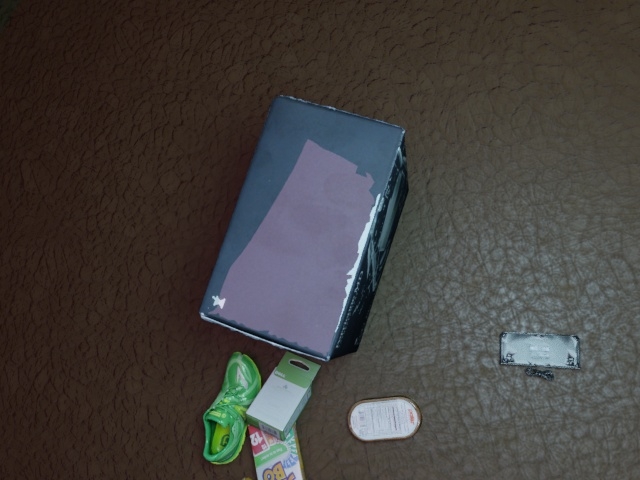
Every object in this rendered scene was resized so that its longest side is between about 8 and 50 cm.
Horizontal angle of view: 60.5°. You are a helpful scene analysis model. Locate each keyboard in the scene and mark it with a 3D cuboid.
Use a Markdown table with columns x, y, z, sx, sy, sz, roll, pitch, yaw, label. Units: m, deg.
| x | y | z | sx | sy | sz | roll | pitch | yaw | label |
| --- | --- | --- | --- | --- | --- | --- | --- | --- | --- |
| 0.524 | 0.278 | 1.314 | 0.180 | 0.023 | 0.108 | 0 | 72 | 18 | keyboard |

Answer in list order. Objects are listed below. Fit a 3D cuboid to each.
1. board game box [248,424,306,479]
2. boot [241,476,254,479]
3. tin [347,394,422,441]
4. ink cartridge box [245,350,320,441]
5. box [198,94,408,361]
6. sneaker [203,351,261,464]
| x | y | z | sx | sy | sz | roll | pitch | yaw | label |
| --- | --- | --- | --- | --- | --- | --- | --- | --- | --- |
| -0.107 | 0.593 | 1.433 | 0.124 | 0.039 | 0.260 | -15 | 81 | 13 | board game box |
| -0.036 | 0.649 | 1.341 | 0.211 | 0.104 | 0.295 | -33 | 98 | 1 | boot |
| 0.161 | 0.451 | 1.385 | 0.189 | 0.040 | 0.106 | -11 | 80 | 15 | tin |
| -0.093 | 0.403 | 1.437 | 0.108 | 0.062 | 0.209 | 19 | 48 | 20 | ink cartridge box |
| 0.000 | 0.000 | 1.284 | 0.297 | 0.472 | 0.481 | 17 | 85 | 14 | box |
| -0.238 | 0.448 | 1.462 | 0.109 | 0.123 | 0.296 | 8 | 81 | 19 | sneaker |
